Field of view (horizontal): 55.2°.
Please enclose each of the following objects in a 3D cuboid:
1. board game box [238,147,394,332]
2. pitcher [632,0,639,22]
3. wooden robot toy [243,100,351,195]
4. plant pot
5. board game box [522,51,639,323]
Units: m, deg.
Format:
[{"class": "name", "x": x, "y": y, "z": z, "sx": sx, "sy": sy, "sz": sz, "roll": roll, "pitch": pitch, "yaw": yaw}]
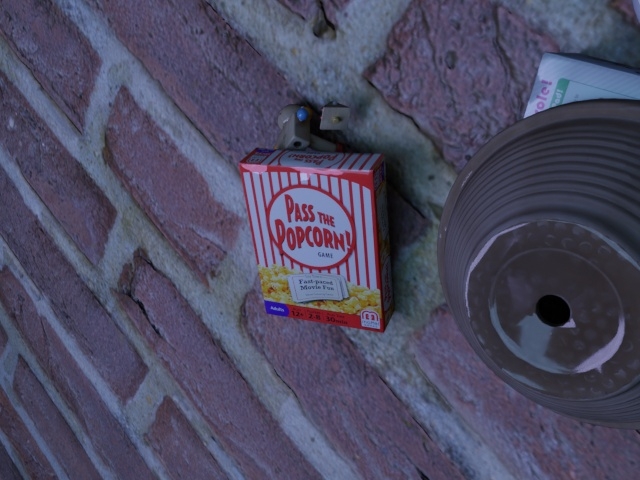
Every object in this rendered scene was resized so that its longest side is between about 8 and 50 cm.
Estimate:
[{"class": "board game box", "x": 0.000, "y": 0.000, "z": 0.660, "sx": 0.146, "sy": 0.045, "sz": 0.194, "roll": 6, "pitch": 121, "yaw": 22}, {"class": "pitcher", "x": 0.228, "y": -0.182, "z": 0.349, "sx": 0.125, "sy": 0.207, "sz": 0.178, "roll": -29, "pitch": 85, "yaw": 42}, {"class": "wooden robot toy", "x": -0.025, "y": -0.115, "z": 0.693, "sx": 0.173, "sy": 0.076, "sz": 0.079, "roll": -45, "pitch": 40, "yaw": 39}, {"class": "plant pot", "x": 0.171, "y": 0.030, "z": 0.407, "sx": 0.237, "sy": 0.109, "sz": 0.238, "roll": 15, "pitch": 114, "yaw": 36}, {"class": "board game box", "x": 0.281, "y": 0.010, "z": 0.445, "sx": 0.303, "sy": 0.097, "sz": 0.224, "roll": 28, "pitch": 120, "yaw": 29}]
